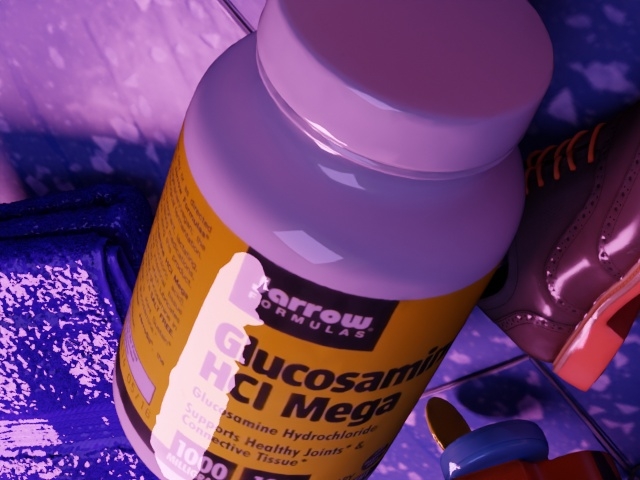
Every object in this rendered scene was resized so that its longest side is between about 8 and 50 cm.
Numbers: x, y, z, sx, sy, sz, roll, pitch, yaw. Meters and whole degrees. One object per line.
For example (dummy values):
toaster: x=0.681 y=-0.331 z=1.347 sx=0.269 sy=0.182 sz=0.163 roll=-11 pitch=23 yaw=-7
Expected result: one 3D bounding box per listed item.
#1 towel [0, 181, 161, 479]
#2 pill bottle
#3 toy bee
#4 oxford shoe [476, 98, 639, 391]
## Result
towel: x=-0.185 y=0.110 z=0.983 sx=0.228 sy=0.076 sz=0.308 roll=-11 pitch=124 yaw=12
pill bottle: x=0.000 y=0.000 z=0.746 sx=0.188 sy=0.188 sz=0.334 roll=28 pitch=136 yaw=4
toy bee: x=0.144 y=0.194 z=0.860 sx=0.298 sy=0.195 sz=0.162 roll=-4 pitch=152 yaw=17
oxford shoe: x=0.151 y=-0.024 z=0.714 sx=0.098 sy=0.097 sz=0.271 roll=29 pitch=136 yaw=11
